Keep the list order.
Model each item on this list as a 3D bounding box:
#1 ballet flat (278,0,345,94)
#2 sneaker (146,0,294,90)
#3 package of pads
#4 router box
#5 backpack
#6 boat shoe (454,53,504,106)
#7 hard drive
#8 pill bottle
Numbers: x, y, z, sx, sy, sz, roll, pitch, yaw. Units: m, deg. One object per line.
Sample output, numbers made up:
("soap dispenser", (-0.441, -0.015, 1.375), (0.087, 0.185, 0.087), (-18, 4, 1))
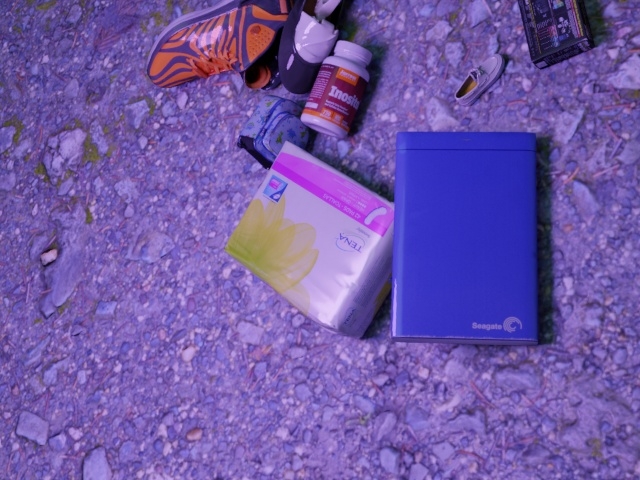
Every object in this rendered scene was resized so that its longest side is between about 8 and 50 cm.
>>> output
("ballet flat", (-0.005, -0.394, 1.898), (0.096, 0.095, 0.280), (-4, 71, 66))
("sneaker", (-0.181, -0.336, 1.994), (0.321, 0.124, 0.180), (-30, 59, 23))
("package of pads", (0.000, 0.000, 1.772), (0.296, 0.101, 0.229), (33, 94, 38))
("router box", (0.361, -0.336, 1.670), (0.092, 0.038, 0.122), (-20, 65, 29))
("backpack", (-0.071, -0.188, 1.882), (0.084, 0.105, 0.114), (14, 72, 41))
("boat shoe", (0.250, -0.258, 1.723), (0.100, 0.035, 0.035), (-47, 54, 14))
("hard drive", (0.213, -0.007, 1.610), (0.210, 0.040, 0.318), (1, 73, 6))
("pill bottle", (0.031, -0.257, 1.844), (0.086, 0.086, 0.152), (19, 87, 38))
